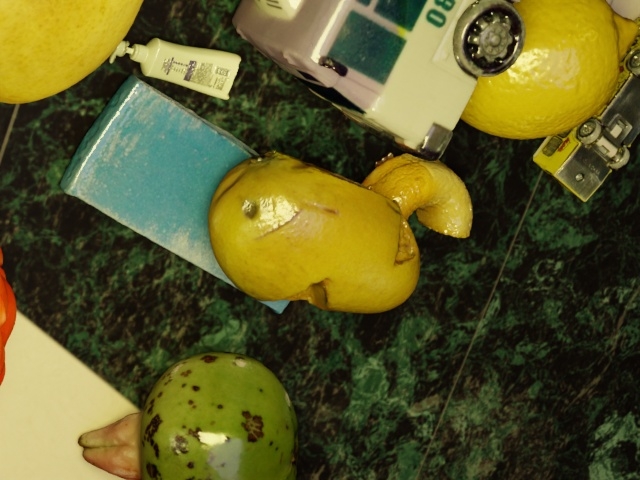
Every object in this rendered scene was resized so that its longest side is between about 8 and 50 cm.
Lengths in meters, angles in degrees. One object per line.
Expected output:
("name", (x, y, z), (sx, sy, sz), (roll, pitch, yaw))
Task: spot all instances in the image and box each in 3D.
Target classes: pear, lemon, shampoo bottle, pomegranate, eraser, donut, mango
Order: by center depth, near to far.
("pear", (-0.282, -0.279, 1.299), (0.314, 0.314, 0.314), (-11, 116, -24))
("shampoo bottle", (-0.152, -0.185, 1.566), (0.141, 0.034, 0.049), (12, 112, -31))
("mango", (0.000, 0.000, 1.612), (0.262, 0.130, 0.167), (17, 111, -28))
("eraser", (-0.122, -0.046, 1.636), (0.312, 0.042, 0.144), (31, 95, -34))
("pomegranate", (-0.147, 0.232, 1.668), (0.248, 0.214, 0.214), (-4, 117, 8))
("lemon", (0.235, -0.202, 1.679), (0.244, 0.187, 0.187), (-13, 118, -2))
("donut", (0.097, -0.022, 1.748), (0.181, 0.078, 0.146), (-38, 126, -11))

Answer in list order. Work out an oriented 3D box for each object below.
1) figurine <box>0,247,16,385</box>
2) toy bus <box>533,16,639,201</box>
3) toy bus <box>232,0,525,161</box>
("figurine", (-0.481, 0.132, 1.430), (0.412, 0.241, 0.306), (-18, 95, -1))
("toy bus", (0.359, -0.158, 1.832), (0.081, 0.074, 0.226), (34, 93, -34))
("toy bus", (0.102, -0.329, 1.536), (0.249, 0.209, 0.440), (24, 97, -33))
